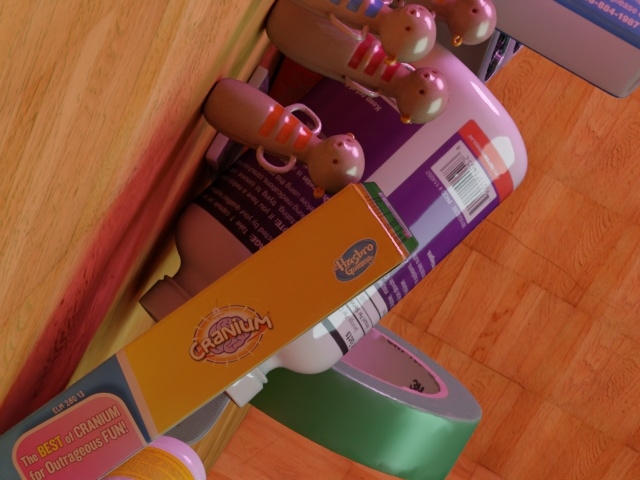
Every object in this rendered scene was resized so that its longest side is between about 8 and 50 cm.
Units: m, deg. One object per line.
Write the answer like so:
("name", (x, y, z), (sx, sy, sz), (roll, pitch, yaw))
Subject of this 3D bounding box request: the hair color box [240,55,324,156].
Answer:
("hair color box", (-0.014, -0.133, 1.736), (0.167, 0.053, 0.093), (-65, 176, 38))

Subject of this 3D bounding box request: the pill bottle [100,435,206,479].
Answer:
("pill bottle", (-0.193, 0.285, 2.028), (0.119, 0.119, 0.208), (-62, 177, 19))

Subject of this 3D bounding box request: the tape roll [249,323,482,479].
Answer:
("tape roll", (0.008, 0.128, 1.964), (0.077, 0.321, 0.321), (-61, 176, 8))

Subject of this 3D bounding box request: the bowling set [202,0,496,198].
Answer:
("bowling set", (0.049, -0.179, 1.436), (0.287, 0.154, 0.200), (-58, 176, -38))

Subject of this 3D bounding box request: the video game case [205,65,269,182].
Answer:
("video game case", (-0.068, -0.094, 1.619), (0.087, 0.011, 0.122), (-60, 177, -8))

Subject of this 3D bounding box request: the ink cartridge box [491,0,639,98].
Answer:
("ink cartridge box", (0.254, -0.372, 1.704), (0.395, 0.285, 0.166), (-59, 178, -10))

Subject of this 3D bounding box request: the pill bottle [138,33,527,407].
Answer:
("pill bottle", (0.007, -0.017, 1.613), (0.323, 0.181, 0.181), (-43, 174, -7))

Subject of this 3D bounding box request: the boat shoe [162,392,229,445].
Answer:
("boat shoe", (-0.095, 0.097, 2.187), (0.302, 0.109, 0.094), (-50, -168, 8))

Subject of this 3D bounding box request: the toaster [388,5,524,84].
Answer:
("toaster", (0.123, -0.248, 1.890), (0.168, 0.185, 0.110), (-43, 161, -52))

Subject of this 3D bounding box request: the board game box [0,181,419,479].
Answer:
("board game box", (-0.077, 0.074, 1.397), (0.316, 0.064, 0.242), (-36, 179, 5))
